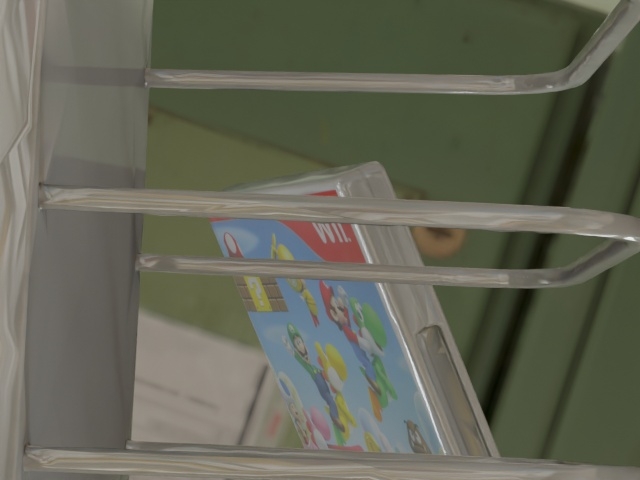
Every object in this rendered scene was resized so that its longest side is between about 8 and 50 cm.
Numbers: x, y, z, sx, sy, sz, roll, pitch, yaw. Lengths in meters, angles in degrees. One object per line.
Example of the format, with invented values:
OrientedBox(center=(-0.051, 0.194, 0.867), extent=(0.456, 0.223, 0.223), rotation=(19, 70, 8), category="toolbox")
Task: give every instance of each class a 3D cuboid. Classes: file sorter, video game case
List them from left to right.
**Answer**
OrientedBox(center=(0.000, 0.000, 0.514), extent=(0.173, 0.277, 0.193), rotation=(2, 174, 1), category="file sorter")
OrientedBox(center=(0.034, 0.102, 0.865), extent=(0.025, 0.285, 0.204), rotation=(-24, -173, -20), category="video game case")
